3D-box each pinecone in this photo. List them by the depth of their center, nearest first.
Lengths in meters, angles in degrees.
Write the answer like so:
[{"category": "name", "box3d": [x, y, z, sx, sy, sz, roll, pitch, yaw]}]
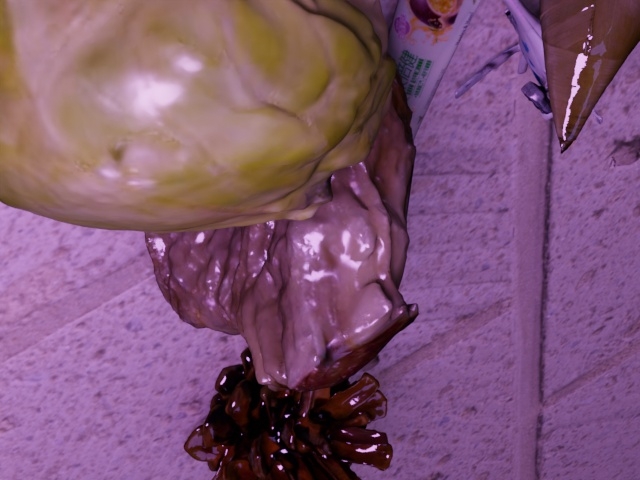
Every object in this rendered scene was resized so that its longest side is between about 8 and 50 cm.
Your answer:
[{"category": "pinecone", "box3d": [-0.029, 0.220, 1.728, 0.202, 0.201, 0.229, -29, 128, -42]}]

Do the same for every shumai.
[{"category": "shumai", "box3d": [0.003, 0.002, 1.358, 0.217, 0.283, 0.346, -2, 134, -43]}]

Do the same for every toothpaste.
[{"category": "toothpaste", "box3d": [0.083, -0.151, 1.455, 0.058, 0.056, 0.314, -15, 145, -29]}]

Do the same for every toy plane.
[{"category": "toy plane", "box3d": [0.213, -0.199, 1.478, 0.182, 0.107, 0.273, -32, 148, -9]}]

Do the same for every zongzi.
[{"category": "zongzi", "box3d": [0.288, -0.212, 1.435, 0.228, 0.115, 0.256, -8, 98, -45]}]

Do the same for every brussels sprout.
[{"category": "brussels sprout", "box3d": [-0.109, -0.124, 1.092, 0.328, 0.247, 0.328, -11, 178, 0]}]
